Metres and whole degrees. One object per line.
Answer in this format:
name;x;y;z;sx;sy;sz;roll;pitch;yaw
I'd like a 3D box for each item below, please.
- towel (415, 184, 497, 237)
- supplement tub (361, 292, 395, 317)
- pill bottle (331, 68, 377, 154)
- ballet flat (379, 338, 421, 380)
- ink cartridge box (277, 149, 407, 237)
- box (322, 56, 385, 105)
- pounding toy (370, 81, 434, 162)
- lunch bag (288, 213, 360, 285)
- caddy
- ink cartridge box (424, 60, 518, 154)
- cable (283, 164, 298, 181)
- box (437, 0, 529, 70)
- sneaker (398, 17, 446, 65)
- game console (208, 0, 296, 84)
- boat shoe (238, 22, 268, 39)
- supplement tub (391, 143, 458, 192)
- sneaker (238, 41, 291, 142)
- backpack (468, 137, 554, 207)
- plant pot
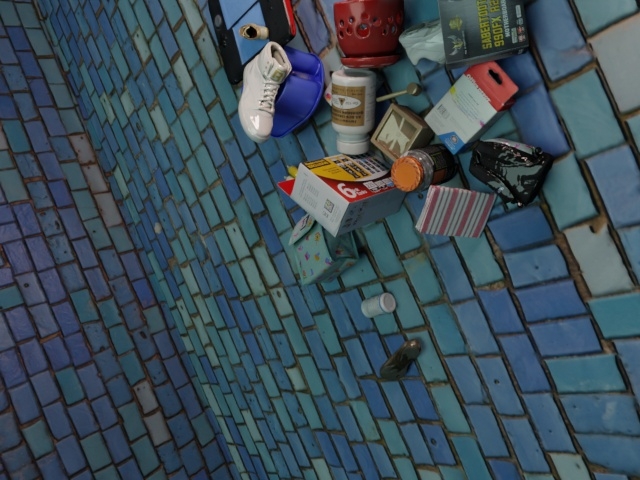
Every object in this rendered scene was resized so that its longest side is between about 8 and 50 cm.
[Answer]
towel;0.370;-0.078;1.299;0.029;0.197;0.144;-102;21;-55
supplement tub;0.201;0.225;1.649;0.107;0.071;0.071;-28;86;48
pill bottle;0.098;-0.381;1.416;0.131;0.131;0.229;25;130;36
ballet flat;0.279;0.416;1.665;0.084;0.058;0.250;21;134;-3
ink cartridge box;0.072;-0.174;1.441;0.272;0.309;0.130;41;131;25
box;0.100;-0.478;1.491;0.145;0.038;0.186;53;134;15
pounding toy;0.242;-0.351;1.369;0.181;0.094;0.206;48;124;27
lunch bag;0.000;0.000;1.700;0.223;0.160;0.262;-42;59;49
caddy;-0.123;-0.496;1.611;0.341;0.179;0.241;-23;67;48
ink cartridge box;0.394;-0.349;1.220;0.134;0.078;0.231;55;135;13
cable;-0.043;-0.182;1.688;0.287;0.072;0.139;30;130;56
box;0.369;-0.533;1.102;0.183;0.056;0.231;-7;90;16
sneaker;0.328;-0.521;1.229;0.232;0.090;0.115;-4;133;35
game console;-0.237;-0.741;1.547;0.387;0.060;0.342;-14;87;50
boat shoe;-0.219;-0.655;1.490;0.135;0.045;0.050;23;119;42
supplement tub;0.285;-0.198;1.307;0.117;0.190;0.117;18;118;40
sneaker;-0.164;-0.453;1.425;0.169;0.108;0.292;-27;62;49
backpack;0.467;-0.182;1.189;0.182;0.115;0.152;34;116;32
plant pot;0.133;-0.570;1.312;0.191;0.191;0.174;18;120;40
